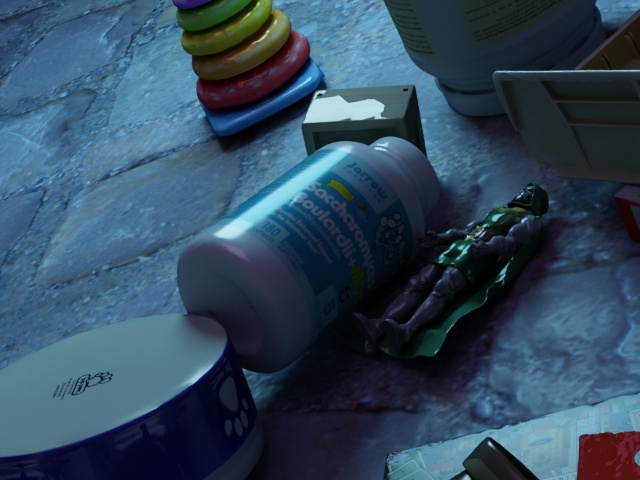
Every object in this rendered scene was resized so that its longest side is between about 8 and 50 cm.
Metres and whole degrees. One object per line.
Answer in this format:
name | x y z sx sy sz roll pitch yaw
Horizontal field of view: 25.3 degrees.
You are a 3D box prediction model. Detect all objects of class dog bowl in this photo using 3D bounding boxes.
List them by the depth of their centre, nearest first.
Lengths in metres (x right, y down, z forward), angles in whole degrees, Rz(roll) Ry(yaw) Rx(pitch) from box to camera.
dog bowl | -0.188 0.167 1.246 0.264 0.104 0.265 -16 18 5

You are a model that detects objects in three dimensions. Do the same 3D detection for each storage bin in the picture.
storage bin | 0.334 -0.175 1.282 0.262 0.123 0.260 -41 26 -23

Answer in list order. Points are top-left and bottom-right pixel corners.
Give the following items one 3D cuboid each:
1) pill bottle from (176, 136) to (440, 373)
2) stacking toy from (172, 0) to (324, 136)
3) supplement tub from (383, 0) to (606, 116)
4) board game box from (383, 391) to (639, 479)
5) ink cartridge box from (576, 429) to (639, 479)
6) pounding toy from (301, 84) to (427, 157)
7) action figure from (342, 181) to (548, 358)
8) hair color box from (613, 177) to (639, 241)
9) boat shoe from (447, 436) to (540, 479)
pill bottle | 0.000 0.000 1.355 0.146 0.146 0.264 4 33 45
stacking toy | -0.132 -0.303 1.830 0.165 0.302 0.175 -29 27 -1
supplement tub | 0.168 -0.325 1.572 0.235 0.325 0.235 -22 29 13
board game box | 0.164 0.182 1.051 0.259 0.030 0.136 -18 32 20
ink cartridge box | 0.219 0.192 0.923 0.145 0.045 0.179 -9 52 31
pounding toy | 0.046 -0.093 1.528 0.130 0.141 0.100 -1 36 17
action figure | 0.133 0.021 1.318 0.232 0.063 0.137 -39 26 -27
hair color box | 0.352 -0.060 1.257 0.167 0.053 0.093 -38 28 -20
boat shoe | 0.153 0.245 0.827 0.104 0.110 0.307 -47 34 3
